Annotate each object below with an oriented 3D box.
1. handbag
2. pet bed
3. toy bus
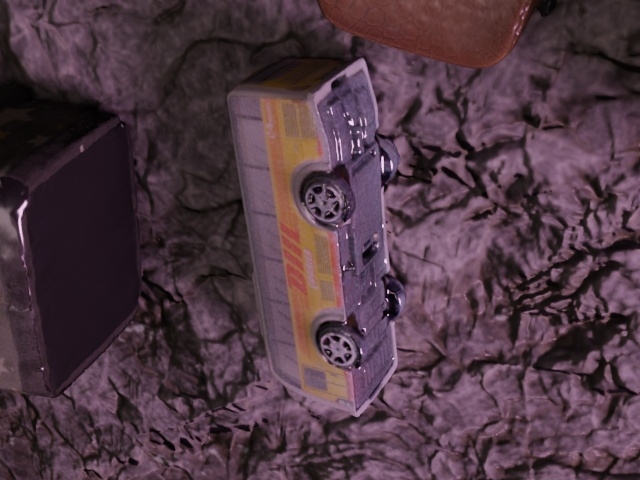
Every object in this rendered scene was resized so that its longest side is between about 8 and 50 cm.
[{"bbox_3d":[0.085,-0.203,0.578,0.151,0.072,0.193,25,125,8],"label":"handbag"},{"bbox_3d":[-0.255,0.001,0.785,0.159,0.183,0.211,11,123,16],"label":"pet bed"},{"bbox_3d":[0.000,0.000,0.731,0.106,0.092,0.268,11,124,29],"label":"toy bus"}]
